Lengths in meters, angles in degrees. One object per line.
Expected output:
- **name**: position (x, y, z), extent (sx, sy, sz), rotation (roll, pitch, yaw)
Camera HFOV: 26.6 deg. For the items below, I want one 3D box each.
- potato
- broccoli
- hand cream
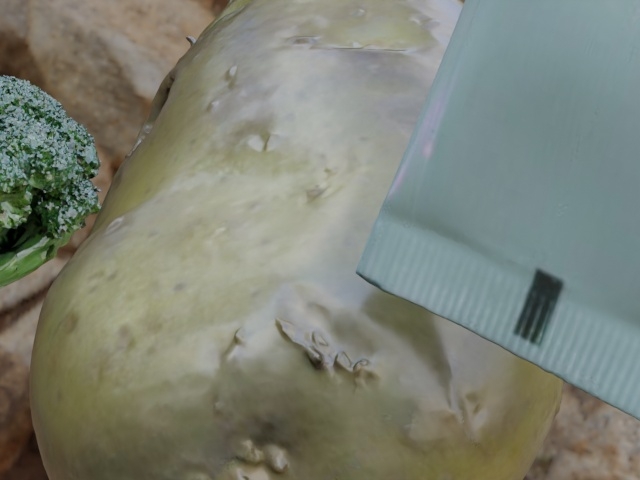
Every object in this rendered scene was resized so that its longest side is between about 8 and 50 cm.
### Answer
- **potato**: position (0.000, 0.000, 0.512), extent (0.192, 0.296, 0.141), rotation (-10, -41, 20)
- **broccoli**: position (-0.340, -0.046, 1.282), extent (0.265, 0.245, 0.294), rotation (18, -22, 3)
- **hand cream**: position (0.100, -0.116, 0.316), extent (0.109, 0.320, 0.067), rotation (27, 14, 31)
